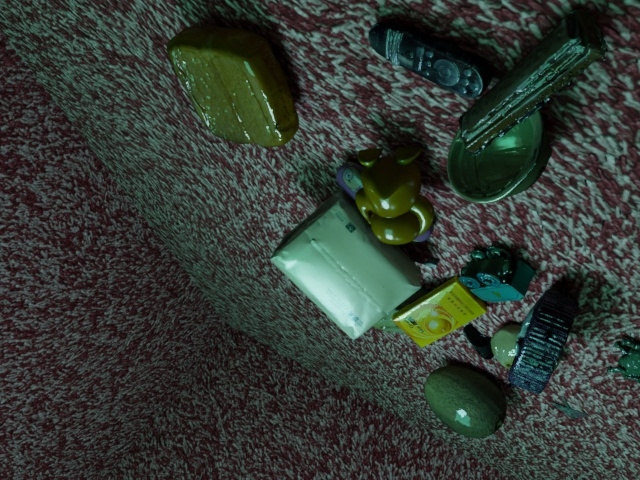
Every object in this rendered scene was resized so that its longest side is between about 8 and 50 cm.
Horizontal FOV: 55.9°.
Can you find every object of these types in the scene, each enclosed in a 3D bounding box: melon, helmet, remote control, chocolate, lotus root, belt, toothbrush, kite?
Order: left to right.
[{"bbox_3d":[0.258,0.229,2.135,0.267,0.149,0.260,28,156,-2],"label":"lotus root"},{"bbox_3d":[0.263,0.049,1.945,0.288,0.024,0.021,13,145,47],"label":"toothbrush"},{"bbox_3d":[0.216,-0.365,1.188,0.266,0.066,0.090,33,144,20],"label":"remote control"},{"bbox_3d":[0.555,0.616,2.325,0.329,0.248,0.248,24,154,35],"label":"melon"},{"bbox_3d":[0.386,-0.172,1.196,0.137,0.204,0.258,6,167,-27],"label":"helmet"},{"bbox_3d":[0.351,-0.269,1.066,0.065,0.102,0.329,4,155,-26],"label":"chocolate"},{"bbox_3d":[0.584,0.265,1.595,0.122,0.260,0.324,22,153,20],"label":"belt"},{"bbox_3d":[0.877,0.591,2.122,0.137,0.005,0.152,13,147,39],"label":"kite"}]

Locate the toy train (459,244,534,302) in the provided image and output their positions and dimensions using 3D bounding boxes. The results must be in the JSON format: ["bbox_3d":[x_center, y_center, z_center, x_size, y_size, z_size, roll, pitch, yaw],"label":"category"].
[{"bbox_3d":[0.475,0.097,1.635,0.154,0.107,0.198,35,159,-17],"label":"toy train"}]

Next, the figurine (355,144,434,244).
[{"bbox_3d":[0.182,-0.112,1.514,0.215,0.215,0.228,22,157,31],"label":"figurine"}]

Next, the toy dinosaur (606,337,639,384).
[{"bbox_3d":[0.816,0.298,1.568,0.120,0.079,0.292,13,150,34],"label":"toy dinosaur"}]

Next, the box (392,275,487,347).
[{"bbox_3d":[0.378,0.233,1.931,0.152,0.043,0.269,43,122,-13],"label":"box"}]

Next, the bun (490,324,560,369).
[{"bbox_3d":[0.628,0.359,1.879,0.222,0.127,0.222,28,154,15],"label":"bun"}]

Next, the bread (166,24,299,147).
[{"bbox_3d":[-0.206,-0.409,1.584,0.328,0.148,0.337,14,146,35],"label":"bread"}]

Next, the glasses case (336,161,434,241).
[{"bbox_3d":[0.179,-0.107,1.692,0.316,0.075,0.123,37,158,-1],"label":"glasses case"}]

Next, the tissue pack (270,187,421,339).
[{"bbox_3d":[0.085,0.068,1.841,0.380,0.297,0.207,44,-159,-11],"label":"tissue pack"}]

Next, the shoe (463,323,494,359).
[{"bbox_3d":[0.551,0.347,2.054,0.159,0.062,0.053,46,153,-12],"label":"shoe"}]
